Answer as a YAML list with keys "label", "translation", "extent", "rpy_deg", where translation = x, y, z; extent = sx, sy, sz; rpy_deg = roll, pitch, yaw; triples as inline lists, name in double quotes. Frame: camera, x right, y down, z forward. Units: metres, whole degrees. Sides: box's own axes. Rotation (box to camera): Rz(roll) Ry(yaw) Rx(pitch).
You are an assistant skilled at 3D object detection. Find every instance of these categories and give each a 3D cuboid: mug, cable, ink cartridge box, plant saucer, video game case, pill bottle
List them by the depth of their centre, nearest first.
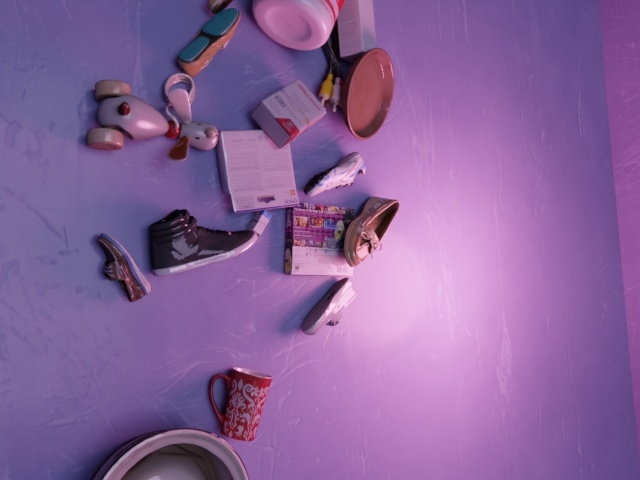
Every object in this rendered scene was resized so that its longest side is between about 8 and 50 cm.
- label: "mug"
  translation: [-0.215, 0.427, 1.632]
  extent: [0.113, 0.150, 0.170]
  rpy_deg: [32, 70, -70]
- label: "ink cartridge box"
  translation: [-0.175, -0.041, 1.699]
  extent: [0.028, 0.048, 0.083]
  rpy_deg: [39, 65, -28]
- label: "ink cartridge box"
  translation: [-0.173, -0.193, 1.705]
  extent: [0.223, 0.045, 0.224]
  rpy_deg: [-9, 90, -37]
- label: "ink cartridge box"
  translation: [-0.086, -0.355, 1.728]
  extent: [0.127, 0.072, 0.175]
  rpy_deg: [49, 49, -2]
- label: "pill bottle"
  translation: [-0.018, -0.765, 1.738]
  extent: [0.229, 0.229, 0.408]
  rpy_deg: [32, 70, -31]
- label: "video game case"
  translation: [0.000, 0.000, 1.830]
  extent: [0.231, 0.041, 0.211]
  rpy_deg: [3, 86, -36]
- label: "cable"
  translation: [0.054, -0.518, 1.877]
  extent: [0.139, 0.072, 0.288]
  rpy_deg: [11, 81, -41]
- label: "plant saucer"
  translation: [0.144, -0.448, 1.893]
  extent: [0.277, 0.041, 0.278]
  rpy_deg: [-36, 136, -45]

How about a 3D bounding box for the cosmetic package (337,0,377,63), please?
- label: "cosmetic package"
  translation: [0.109, -0.673, 1.897]
  extent: [0.117, 0.085, 0.231]
  rpy_deg: [-5, 89, -62]

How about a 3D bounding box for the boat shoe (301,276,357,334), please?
- label: "boat shoe"
  translation: [0.036, 0.208, 1.823]
  extent: [0.081, 0.079, 0.227]
  rpy_deg: [53, 57, -17]

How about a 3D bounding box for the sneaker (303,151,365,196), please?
- label: "sneaker"
  translation: [0.049, -0.185, 1.849]
  extent: [0.237, 0.085, 0.086]
  rpy_deg: [-34, 103, -31]

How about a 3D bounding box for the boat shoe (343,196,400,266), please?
- label: "boat shoe"
  translation: [0.155, -0.035, 1.878]
  extent: [0.105, 0.089, 0.285]
  rpy_deg: [61, 43, -36]

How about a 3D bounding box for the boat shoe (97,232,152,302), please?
- label: "boat shoe"
  translation: [-0.475, 0.068, 1.462]
  extent: [0.066, 0.066, 0.183]
  rpy_deg: [-43, 112, -28]

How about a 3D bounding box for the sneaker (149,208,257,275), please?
- label: "sneaker"
  translation: [-0.298, -0.020, 1.571]
  extent: [0.295, 0.104, 0.147]
  rpy_deg: [-18, 104, -31]

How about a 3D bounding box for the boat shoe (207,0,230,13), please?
- label: "boat shoe"
  translation: [-0.256, -0.687, 1.670]
  extent: [0.072, 0.068, 0.190]
  rpy_deg: [40, 58, -12]

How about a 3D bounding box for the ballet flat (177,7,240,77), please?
- label: "ballet flat"
  translation: [-0.291, -0.521, 1.631]
  extent: [0.232, 0.080, 0.073]
  rpy_deg: [-51, 157, -22]

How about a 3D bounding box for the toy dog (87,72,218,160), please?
- label: "toy dog"
  translation: [-0.389, -0.292, 1.483]
  extent: [0.333, 0.160, 0.220]
  rpy_deg: [-20, 101, -35]

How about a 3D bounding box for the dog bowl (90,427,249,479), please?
- label: "dog bowl"
  translation: [-0.375, 0.637, 1.458]
  extent: [0.407, 0.150, 0.409]
  rpy_deg: [3, 86, -36]
